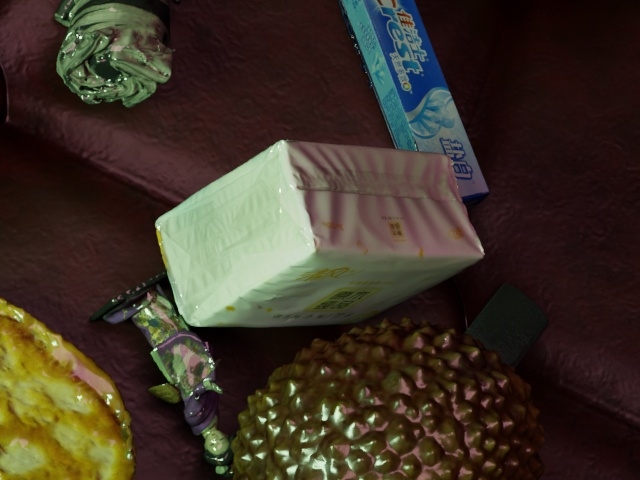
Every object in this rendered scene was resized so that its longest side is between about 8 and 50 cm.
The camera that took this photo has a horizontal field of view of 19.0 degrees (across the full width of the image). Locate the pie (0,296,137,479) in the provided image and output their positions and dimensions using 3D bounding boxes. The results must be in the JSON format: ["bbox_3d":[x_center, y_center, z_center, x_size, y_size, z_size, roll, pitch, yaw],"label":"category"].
[{"bbox_3d":[-0.310,0.174,1.630,0.315,0.092,0.315,19,44,-19],"label":"pie"}]

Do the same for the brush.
[{"bbox_3d":[0.154,0.124,1.883,0.063,0.016,0.193,41,62,1],"label":"brush"}]

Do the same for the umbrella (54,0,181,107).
[{"bbox_3d":[-0.178,-0.288,1.903,0.113,0.106,0.357,23,56,-20],"label":"umbrella"}]

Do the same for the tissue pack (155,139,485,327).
[{"bbox_3d":[0.000,0.000,1.745,0.225,0.185,0.124,2,64,-45],"label":"tissue pack"}]

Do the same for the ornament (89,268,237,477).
[{"bbox_3d":[-0.120,0.122,1.754,0.088,0.081,0.203,-28,80,-25],"label":"ornament"}]

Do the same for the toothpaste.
[{"bbox_3d":[0.092,-0.157,1.953,0.066,0.053,0.272,-14,74,-23],"label":"toothpaste"}]

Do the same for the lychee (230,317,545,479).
[{"bbox_3d":[0.067,0.189,1.690,0.267,0.267,0.267,7,67,-16],"label":"lychee"}]
